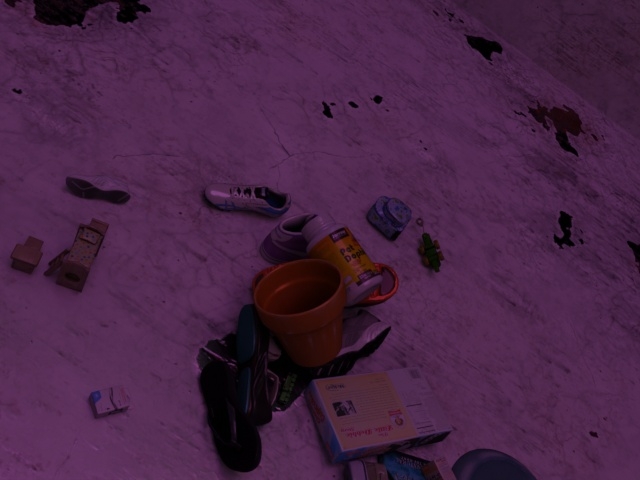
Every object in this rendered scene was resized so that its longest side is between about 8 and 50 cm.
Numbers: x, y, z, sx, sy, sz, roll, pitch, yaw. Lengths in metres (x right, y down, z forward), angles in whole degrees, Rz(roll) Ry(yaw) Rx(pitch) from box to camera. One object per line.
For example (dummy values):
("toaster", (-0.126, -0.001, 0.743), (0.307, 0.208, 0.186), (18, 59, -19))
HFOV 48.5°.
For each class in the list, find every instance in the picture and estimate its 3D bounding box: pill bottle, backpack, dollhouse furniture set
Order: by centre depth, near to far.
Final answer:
("dollhouse furniture set", (-0.560, -0.010, 1.550), (0.160, 0.101, 0.182), (22, 48, -16))
("pill bottle", (0.046, 0.042, 1.694), (0.117, 0.117, 0.215), (-23, 72, -41))
("backpack", (0.205, -0.076, 2.081), (0.114, 0.084, 0.105), (38, 43, 3))

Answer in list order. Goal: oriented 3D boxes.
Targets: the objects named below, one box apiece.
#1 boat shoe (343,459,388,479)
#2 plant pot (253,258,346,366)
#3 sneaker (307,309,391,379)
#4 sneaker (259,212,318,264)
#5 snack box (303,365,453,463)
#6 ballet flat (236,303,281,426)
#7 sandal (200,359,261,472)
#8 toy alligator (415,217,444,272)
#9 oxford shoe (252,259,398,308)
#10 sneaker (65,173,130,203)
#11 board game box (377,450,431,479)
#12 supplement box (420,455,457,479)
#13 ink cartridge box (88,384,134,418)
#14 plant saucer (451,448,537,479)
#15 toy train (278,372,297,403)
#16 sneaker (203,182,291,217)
("boat shoe", (0.116, 0.602, 1.484), (0.094, 0.109, 0.302), (0, 53, -10))
("plant pot", (-0.030, 0.176, 1.612), (0.205, 0.188, 0.205), (-11, 32, 7))
("sneaker", (0.056, 0.255, 1.742), (0.108, 0.100, 0.271), (40, 41, 22))
("sneaker", (0.000, 0.001, 1.846), (0.282, 0.161, 0.102), (1, 55, -32))
("snack box", (0.138, 0.403, 1.675), (0.321, 0.060, 0.187), (0, 47, -31))
("ballet flat", (-0.141, 0.283, 1.600), (0.096, 0.095, 0.281), (19, 59, -31))
("sandal", (-0.202, 0.369, 1.485), (0.054, 0.097, 0.255), (32, 24, -55))
("toy alligator", (0.325, 0.020, 2.108), (0.051, 0.056, 0.190), (50, 21, -56))
("oxford shoe", (0.007, 0.131, 1.790), (0.363, 0.133, 0.130), (2, 68, -8))
("sneaker", (-0.533, -0.132, 1.701), (0.152, 0.054, 0.061), (14, 41, -30))
("board game box", (0.216, 0.563, 1.641), (0.186, 0.026, 0.126), (21, 48, -17))
("supplement box", (0.278, 0.551, 1.624), (0.036, 0.062, 0.098), (-10, 61, -34))
("ink cartridge box", (-0.418, 0.323, 1.434), (0.083, 0.028, 0.048), (-9, 62, -36))
("plant saucer", (0.445, 0.650, 1.705), (0.317, 0.044, 0.318), (17, 49, -21))
("toy train", (-0.076, 0.340, 1.640), (0.023, 0.017, 0.083), (22, 47, -1))
("sneaker", (-0.189, -0.118, 1.872), (0.237, 0.086, 0.085), (8, 54, -25))
